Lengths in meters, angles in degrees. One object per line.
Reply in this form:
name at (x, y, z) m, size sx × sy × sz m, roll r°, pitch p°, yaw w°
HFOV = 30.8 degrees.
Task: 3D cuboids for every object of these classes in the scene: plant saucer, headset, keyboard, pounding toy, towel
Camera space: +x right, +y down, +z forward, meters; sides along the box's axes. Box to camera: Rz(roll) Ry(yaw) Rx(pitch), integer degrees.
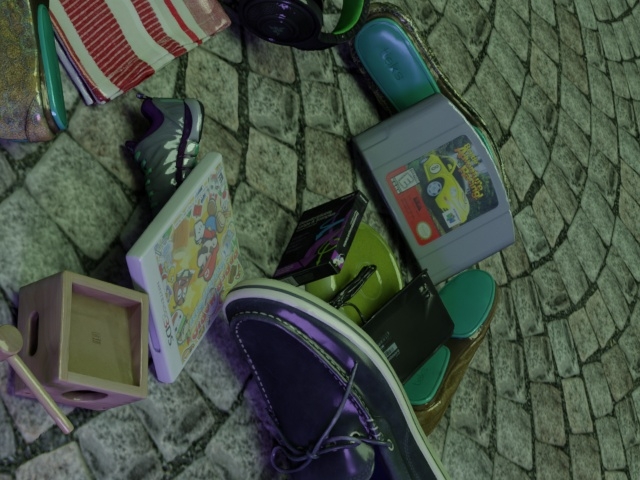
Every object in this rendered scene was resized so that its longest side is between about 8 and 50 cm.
plant saucer at (0.064, 0.067, 1.835) m, size 0.241 × 0.037 × 0.240 m, roll 26°, pitch 55°, yaw -44°
headset at (-0.047, -0.419, 1.732) m, size 0.394 × 0.185 × 0.243 m, roll -4°, pitch 84°, yaw -47°
keyboard at (0.071, 0.141, 1.756) m, size 0.317 × 0.033 × 0.201 m, roll -39°, pitch 108°, yaw -37°
pounding toy at (-0.298, 0.133, 1.289) m, size 0.206 × 0.094 × 0.181 m, roll 22°, pitch 58°, yaw -46°
towel at (-0.267, -0.343, 1.588) m, size 0.237 × 0.037 × 0.329 m, roll 60°, pitch 38°, yaw -13°

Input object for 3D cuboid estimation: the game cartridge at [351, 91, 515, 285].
game cartridge at (0.203, -0.089, 1.963) m, size 0.294 × 0.196 × 0.060 m, roll 61°, pitch -5°, yaw -13°

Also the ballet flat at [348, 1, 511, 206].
ballet flat at (0.209, -0.212, 2.062) m, size 0.482 × 0.164 × 0.182 m, roll 60°, pitch 21°, yaw -12°

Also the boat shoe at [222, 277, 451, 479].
boat shoe at (0.025, 0.263, 1.566) m, size 0.500 × 0.187 × 0.156 m, roll 58°, pitch 43°, yaw -21°

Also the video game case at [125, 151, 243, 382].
video game case at (-0.166, 0.033, 1.485) m, size 0.227 × 0.026 × 0.206 m, roll -60°, pitch 151°, yaw -46°

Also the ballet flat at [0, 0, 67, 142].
ballet flat at (-0.367, -0.282, 1.372) m, size 0.123 × 0.123 × 0.348 m, roll 10°, pitch 70°, yaw -50°

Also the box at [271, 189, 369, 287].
box at (0.000, 0.000, 1.715) m, size 0.029 × 0.116 × 0.162 m, roll 51°, pitch 40°, yaw -24°

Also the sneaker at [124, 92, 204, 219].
sneaker at (-0.215, -0.083, 1.534) m, size 0.098 × 0.083 × 0.223 m, roll 8°, pitch 77°, yaw -10°

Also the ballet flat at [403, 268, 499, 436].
ballet flat at (0.206, 0.194, 1.910) m, size 0.342 × 0.116 × 0.124 m, roll -59°, pitch 151°, yaw -43°
